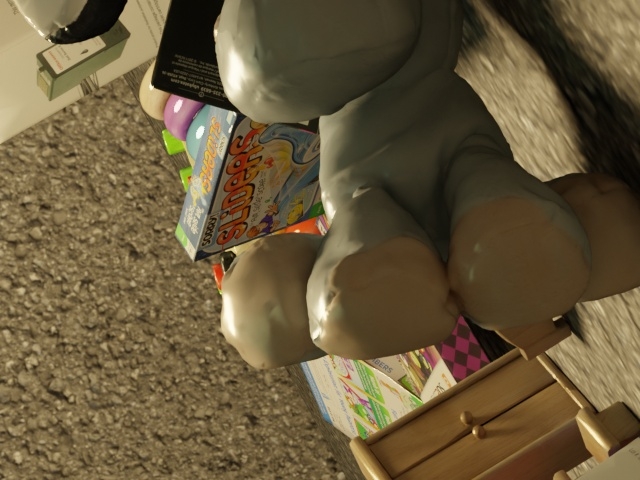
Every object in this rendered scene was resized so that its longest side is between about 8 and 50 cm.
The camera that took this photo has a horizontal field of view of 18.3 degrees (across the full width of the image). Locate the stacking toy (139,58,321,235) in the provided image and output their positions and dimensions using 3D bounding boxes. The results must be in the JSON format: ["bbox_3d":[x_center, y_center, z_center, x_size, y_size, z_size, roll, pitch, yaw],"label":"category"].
[{"bbox_3d":[-0.033,-0.065,1.974,0.330,0.141,0.141,51,171,16],"label":"stacking toy"}]

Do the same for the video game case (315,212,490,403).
[{"bbox_3d":[0.071,0.047,1.789,0.232,0.042,0.210,59,171,10],"label":"video game case"}]

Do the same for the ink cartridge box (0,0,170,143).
[{"bbox_3d":[-0.297,-0.270,2.241,0.211,0.289,0.121,53,170,43],"label":"ink cartridge box"}]

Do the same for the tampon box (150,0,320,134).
[{"bbox_3d":[-0.032,-0.138,1.349,0.120,0.101,0.161,16,-172,7],"label":"tampon box"}]

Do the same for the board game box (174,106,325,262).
[{"bbox_3d":[-0.038,-0.072,1.626,0.035,0.136,0.201,56,150,25],"label":"board game box"}]

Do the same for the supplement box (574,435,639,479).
[{"bbox_3d":[0.247,0.266,1.394,0.220,0.114,0.111,61,172,-26],"label":"supplement box"}]

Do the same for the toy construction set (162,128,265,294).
[{"bbox_3d":[-0.074,-0.023,2.233,0.328,0.151,0.215,59,177,7],"label":"toy construction set"}]

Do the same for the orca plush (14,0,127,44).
[{"bbox_3d":[-0.166,-0.247,1.245,0.102,0.151,0.287,5,-134,-51],"label":"orca plush"}]

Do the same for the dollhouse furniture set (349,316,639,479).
[{"bbox_3d":[0.083,0.064,1.455,0.303,0.174,0.355,51,169,48],"label":"dollhouse furniture set"}]

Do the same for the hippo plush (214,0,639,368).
[{"bbox_3d":[0.065,-0.072,1.144,0.294,0.234,0.236,-18,-84,-56],"label":"hippo plush"}]

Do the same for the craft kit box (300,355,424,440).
[{"bbox_3d":[0.080,0.172,2.102,0.246,0.061,0.250,36,161,32],"label":"craft kit box"}]
